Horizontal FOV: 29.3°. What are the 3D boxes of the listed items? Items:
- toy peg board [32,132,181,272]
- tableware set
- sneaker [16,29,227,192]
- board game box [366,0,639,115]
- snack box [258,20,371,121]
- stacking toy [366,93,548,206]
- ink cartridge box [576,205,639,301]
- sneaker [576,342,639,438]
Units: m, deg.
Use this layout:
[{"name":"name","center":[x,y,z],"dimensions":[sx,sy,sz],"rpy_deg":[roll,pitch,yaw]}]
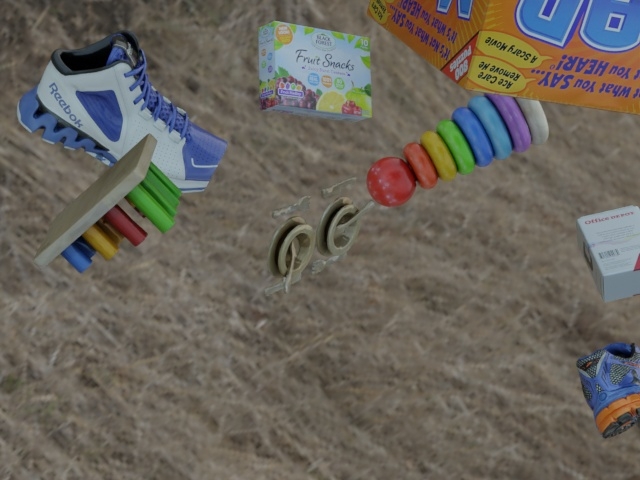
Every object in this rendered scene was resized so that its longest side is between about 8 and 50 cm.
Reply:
[{"name":"toy peg board","center":[-0.235,-0.026,1.411],"dimensions":[0.079,0.160,0.161],"rpy_deg":[46,11,-15]},{"name":"tableware set","center":[0.000,0.000,1.644],"dimensions":[0.039,0.128,0.194],"rpy_deg":[22,29,30]},{"name":"sneaker","center":[-0.279,-0.202,1.822],"dimensions":[0.315,0.182,0.127],"rpy_deg":[20,36,-13]},{"name":"board game box","center":[0.316,-0.392,1.577],"dimensions":[0.356,0.356,0.356],"rpy_deg":[5,23,-21]},{"name":"snack box","center":[-0.005,-0.197,1.444],"dimensions":[0.141,0.037,0.100],"rpy_deg":[3,82,-37]},{"name":"stacking toy","center":[0.230,-0.165,2.167],"dimensions":[0.141,0.330,0.141],"rpy_deg":[63,-2,4]},{"name":"ink cartridge box","center":[0.577,0.024,2.349],"dimensions":[0.127,0.072,0.175],"rpy_deg":[-13,40,1]},{"name":"sneaker","center":[0.330,0.144,1.272],"dimensions":[0.221,0.083,0.087],"rpy_deg":[8,51,-61]}]
